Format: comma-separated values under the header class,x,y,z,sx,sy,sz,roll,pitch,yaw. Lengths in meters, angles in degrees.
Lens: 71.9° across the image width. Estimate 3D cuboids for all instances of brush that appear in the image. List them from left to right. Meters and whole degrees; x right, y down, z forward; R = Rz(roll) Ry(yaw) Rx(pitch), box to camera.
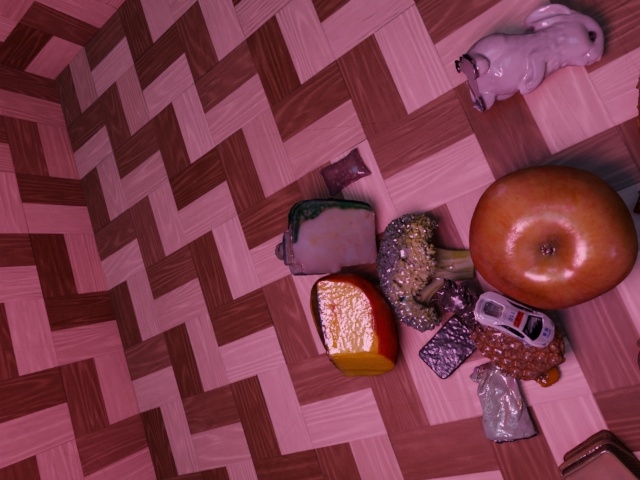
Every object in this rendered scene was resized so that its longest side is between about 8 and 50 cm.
class,x,y,z,sx,sy,sz,roll,pitch,yaw
brush,0.416,0.340,1.411,0.123,0.059,0.197,44,111,21

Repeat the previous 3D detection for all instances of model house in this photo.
class,x,y,z,sx,sy,sz,roll,pitch,yaw
model house,0.001,0.002,1.525,0.284,0.298,0.243,154,113,-68

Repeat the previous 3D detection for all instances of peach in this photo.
class,x,y,z,sx,sy,sz,roll,pitch,yaw
peach,0.118,0.262,1.431,0.242,0.380,0.306,-16,52,13

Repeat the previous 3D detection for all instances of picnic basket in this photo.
class,x,y,z,sx,sy,sz,roll,pitch,yaw
picnic basket,0.782,0.655,1.148,0.266,0.139,0.165,48,113,21

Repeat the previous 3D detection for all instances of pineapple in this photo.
class,x,y,z,sx,sy,sz,roll,pitch,yaw
pineapple,0.480,0.232,1.238,0.362,0.202,0.202,32,109,-2

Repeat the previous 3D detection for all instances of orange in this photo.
class,x,y,z,sx,sy,sz,roll,pitch,yaw
orange,0.643,0.383,1.274,0.086,0.062,0.086,-1,88,29

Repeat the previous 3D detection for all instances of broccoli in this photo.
class,x,y,z,sx,sy,sz,roll,pitch,yaw
broccoli,0.309,0.096,1.364,0.302,0.249,0.375,-9,80,34

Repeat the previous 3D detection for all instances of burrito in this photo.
class,x,y,z,sx,sy,sz,roll,pitch,yaw
burrito,0.542,0.481,1.324,0.144,0.089,0.228,-16,83,16

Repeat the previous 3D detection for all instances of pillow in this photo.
class,x,y,z,sx,sy,sz,roll,pitch,yaw
pillow,0.084,-0.249,1.613,0.185,0.043,0.118,-28,79,28

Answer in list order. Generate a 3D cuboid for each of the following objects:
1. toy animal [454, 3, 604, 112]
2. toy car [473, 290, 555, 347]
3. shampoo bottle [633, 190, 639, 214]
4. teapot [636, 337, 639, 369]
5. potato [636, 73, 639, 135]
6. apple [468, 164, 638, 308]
class,x,y,z,sx,sy,sz,roll,pitch,yaw
toy animal,0.585,-0.527,1.246,0.357,0.194,0.257,-22,55,14
toy car,0.500,0.203,1.134,0.205,0.056,0.095,24,81,12
shampoo bottle,0.956,-0.077,1.070,0.314,0.076,0.118,23,95,29
teapot,0.872,0.304,1.083,0.175,0.186,0.267,-136,32,-58
potato,0.917,-0.331,0.925,0.385,0.319,0.442,-47,63,10
apple,0.585,-0.008,1.142,0.391,0.346,0.391,4,98,28
